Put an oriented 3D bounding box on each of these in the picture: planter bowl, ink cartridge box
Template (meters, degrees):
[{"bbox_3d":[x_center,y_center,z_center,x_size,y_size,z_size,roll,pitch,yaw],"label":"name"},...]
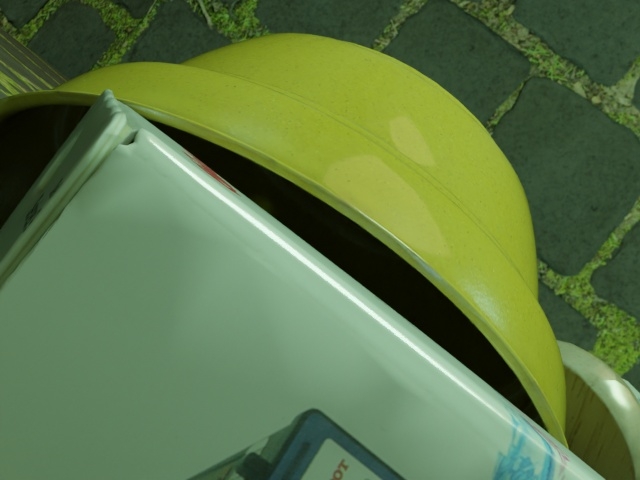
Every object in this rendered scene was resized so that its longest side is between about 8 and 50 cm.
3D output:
[{"bbox_3d":[0.000,0.000,0.581,0.217,0.090,0.217,26,-28,15],"label":"planter bowl"},{"bbox_3d":[0.007,0.065,0.426,0.212,0.093,0.154,41,-1,-10],"label":"ink cartridge box"}]

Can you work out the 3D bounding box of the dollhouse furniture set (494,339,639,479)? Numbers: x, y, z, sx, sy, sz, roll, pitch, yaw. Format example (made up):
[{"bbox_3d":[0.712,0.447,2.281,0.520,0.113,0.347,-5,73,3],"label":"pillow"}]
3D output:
[{"bbox_3d":[0.309,0.087,0.616,0.394,0.362,0.256,44,-41,30],"label":"dollhouse furniture set"}]
